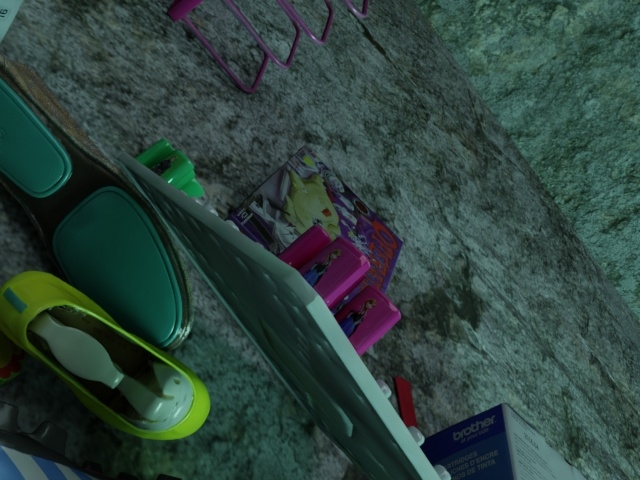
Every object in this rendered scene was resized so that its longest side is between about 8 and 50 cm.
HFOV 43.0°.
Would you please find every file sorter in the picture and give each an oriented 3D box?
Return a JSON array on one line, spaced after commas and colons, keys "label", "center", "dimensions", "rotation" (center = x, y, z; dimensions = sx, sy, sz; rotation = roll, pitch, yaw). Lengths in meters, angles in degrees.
[{"label": "file sorter", "center": [-0.040, -0.385, 1.200], "dimensions": [0.182, 0.290, 0.202], "rotation": [48, 27, -25]}]

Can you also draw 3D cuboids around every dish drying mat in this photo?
[{"label": "dish drying mat", "center": [0.118, 0.227, 1.116], "dimensions": [0.032, 0.008, 0.083], "rotation": [35, 35, -37]}]

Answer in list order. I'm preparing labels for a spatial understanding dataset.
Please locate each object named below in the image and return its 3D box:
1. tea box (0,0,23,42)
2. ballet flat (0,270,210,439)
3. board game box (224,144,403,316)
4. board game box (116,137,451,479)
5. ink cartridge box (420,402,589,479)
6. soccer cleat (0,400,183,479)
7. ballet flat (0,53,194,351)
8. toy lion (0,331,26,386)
[{"label": "tea box", "center": [-0.332, -0.343, 0.549], "dimensions": [0.220, 0.329, 0.323], "rotation": [46, 22, 17]}, {"label": "ballet flat", "center": [-0.163, 0.109, 0.655], "dimensions": [0.231, 0.077, 0.077], "rotation": [46, -15, -34]}, {"label": "board game box", "center": [0.000, 0.000, 1.028], "dimensions": [0.208, 0.056, 0.347], "rotation": [48, 22, -7]}, {"label": "board game box", "center": [0.006, 0.103, 0.680], "dimensions": [0.390, 0.050, 0.390], "rotation": [58, -14, -29]}, {"label": "ink cartridge box", "center": [0.260, 0.396, 1.014], "dimensions": [0.270, 0.151, 0.395], "rotation": [43, 31, -27]}, {"label": "soccer cleat", "center": [-0.162, 0.220, 0.556], "dimensions": [0.331, 0.116, 0.143], "rotation": [39, 56, -41]}, {"label": "ballet flat", "center": [-0.213, -0.041, 0.741], "dimensions": [0.316, 0.107, 0.106], "rotation": [56, 8, -6]}, {"label": "toy lion", "center": [-0.266, 0.077, 0.597], "dimensions": [0.100, 0.034, 0.096], "rotation": [42, 23, -27]}]
